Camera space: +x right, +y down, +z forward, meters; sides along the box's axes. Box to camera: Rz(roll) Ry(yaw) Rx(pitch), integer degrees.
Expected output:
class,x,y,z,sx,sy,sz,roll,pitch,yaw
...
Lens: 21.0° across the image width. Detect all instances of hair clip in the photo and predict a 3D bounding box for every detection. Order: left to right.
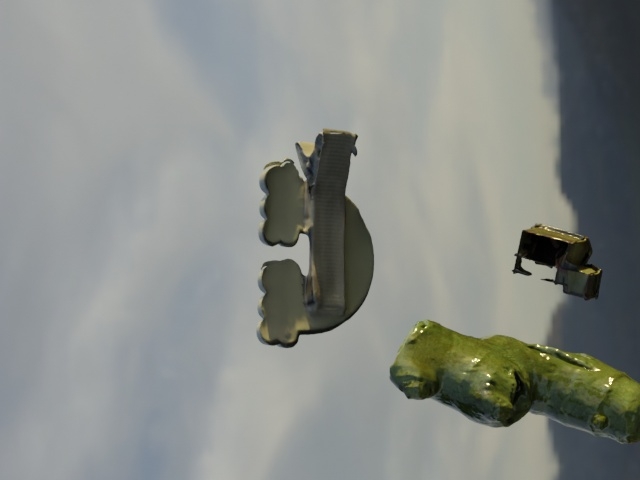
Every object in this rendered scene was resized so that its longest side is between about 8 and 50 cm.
class,x,y,z,sx,sy,sz,roll,pitch,yaw
hair clip,0.000,0.000,1.733,0.140,0.054,0.220,6,-99,-38

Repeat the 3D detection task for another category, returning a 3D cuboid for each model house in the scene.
class,x,y,z,sx,sy,sz,roll,pitch,yaw
model house,0.235,0.020,1.663,0.058,0.083,0.057,-9,-68,-61

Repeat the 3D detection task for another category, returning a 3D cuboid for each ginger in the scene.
class,x,y,z,sx,sy,sz,roll,pitch,yaw
ginger,0.210,0.153,1.805,0.137,0.290,0.089,-133,56,-74
